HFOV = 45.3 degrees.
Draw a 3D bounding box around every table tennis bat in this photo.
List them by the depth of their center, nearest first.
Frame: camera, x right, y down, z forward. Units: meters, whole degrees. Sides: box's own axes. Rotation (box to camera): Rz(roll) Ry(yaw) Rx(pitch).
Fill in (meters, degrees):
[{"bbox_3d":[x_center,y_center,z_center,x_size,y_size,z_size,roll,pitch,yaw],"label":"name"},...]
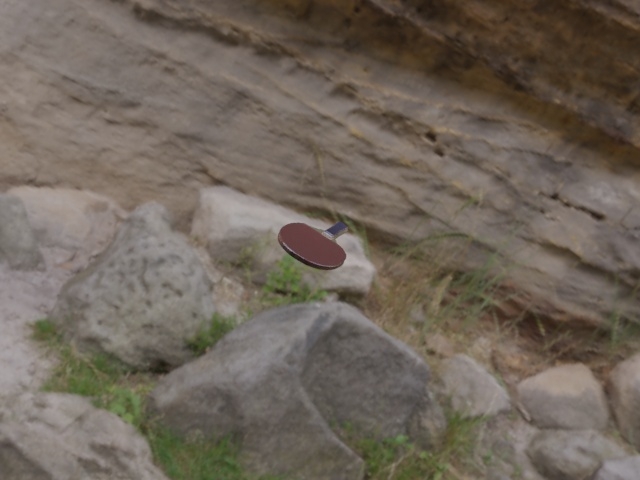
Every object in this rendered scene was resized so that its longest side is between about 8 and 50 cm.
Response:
[{"bbox_3d":[0.000,0.000,0.552,0.050,0.007,0.083,33,26,13],"label":"table tennis bat"}]
